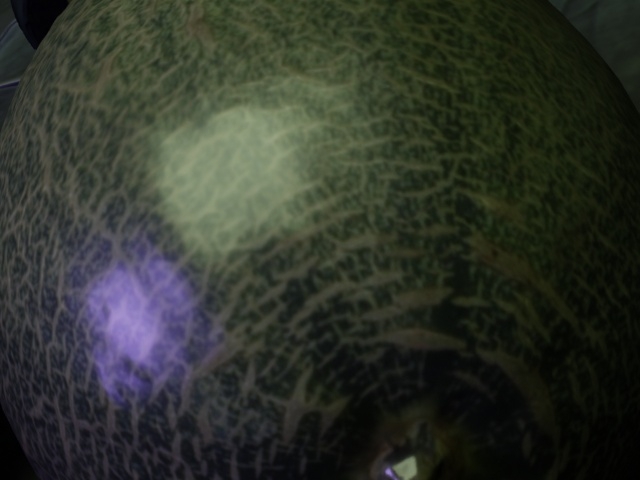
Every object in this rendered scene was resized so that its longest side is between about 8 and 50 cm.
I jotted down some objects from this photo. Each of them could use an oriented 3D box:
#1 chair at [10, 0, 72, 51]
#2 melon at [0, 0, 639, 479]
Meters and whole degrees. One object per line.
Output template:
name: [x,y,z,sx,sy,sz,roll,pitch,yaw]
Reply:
chair: [-0.130,-0.123,0.977,0.095,0.104,0.221,-10,33,-20]
melon: [0.000,0.000,0.565,0.248,0.249,0.329,-25,28,4]
